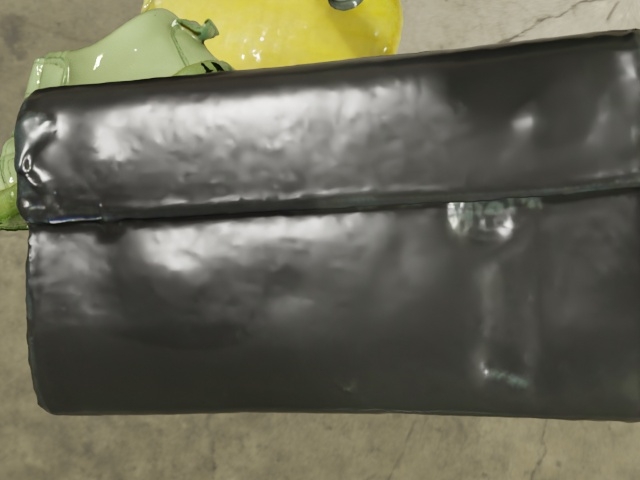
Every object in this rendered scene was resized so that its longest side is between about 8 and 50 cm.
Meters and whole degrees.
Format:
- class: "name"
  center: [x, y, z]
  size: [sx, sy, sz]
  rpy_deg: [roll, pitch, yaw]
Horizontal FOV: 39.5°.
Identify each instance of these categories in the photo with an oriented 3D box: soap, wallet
- class: "soap"
  center: [-0.081, -0.317, 1.359]
  size: [0.427, 0.115, 0.306]
  rpy_deg: [21, 80, 23]
- class: "wallet"
  center: [0.000, 0.000, 0.561]
  size: [0.406, 0.062, 0.228]
  rpy_deg: [-3, 94, 15]

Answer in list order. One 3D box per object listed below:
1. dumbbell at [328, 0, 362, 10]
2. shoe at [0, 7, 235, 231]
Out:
- class: "dumbbell"
  center: [-0.011, -0.185, 0.331]
  size: [0.081, 0.082, 0.254]
  rpy_deg: [7, 150, 18]
- class: "shoe"
  center: [-0.182, -0.092, 0.753]
  size: [0.262, 0.140, 0.128]
  rpy_deg: [-27, 70, 17]
